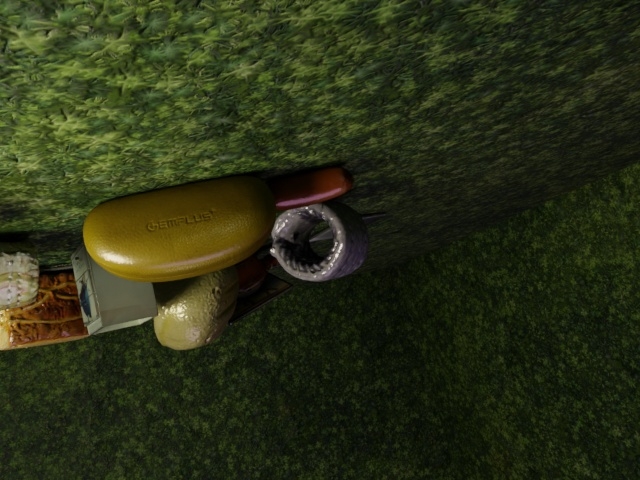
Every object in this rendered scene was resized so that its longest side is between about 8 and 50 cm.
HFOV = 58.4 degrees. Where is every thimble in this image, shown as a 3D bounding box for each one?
[{"bbox_3d":[-0.659,0.067,1.162,0.144,0.137,0.190,-5,152,-37],"label":"thimble"},{"bbox_3d":[0.000,0.000,1.528,0.246,0.216,0.157,-5,177,34],"label":"thimble"}]

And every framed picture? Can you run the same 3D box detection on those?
[{"bbox_3d":[-0.288,0.177,2.023,0.265,0.016,0.347,-29,-153,-26],"label":"framed picture"},{"bbox_3d":[-0.680,0.087,1.589,0.275,0.017,0.217,-9,169,-28],"label":"framed picture"}]

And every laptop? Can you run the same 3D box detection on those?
[{"bbox_3d":[0.088,-0.045,1.999,0.188,0.015,0.269,-8,169,-35],"label":"laptop"}]

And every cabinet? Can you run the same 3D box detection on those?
[{"bbox_3d":[-0.511,0.111,1.409,0.150,0.206,0.145,-8,169,-36],"label":"cabinet"}]

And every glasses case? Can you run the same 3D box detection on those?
[{"bbox_3d":[-0.267,-0.020,1.128,0.372,0.173,0.141,-13,166,-12],"label":"glasses case"}]

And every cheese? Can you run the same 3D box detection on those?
[{"bbox_3d":[-0.236,0.101,1.978,0.329,0.129,0.217,-26,-153,-21],"label":"cheese"}]

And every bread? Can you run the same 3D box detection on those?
[{"bbox_3d":[-0.375,0.177,1.727,0.238,0.320,0.320,-1,173,10],"label":"bread"},{"bbox_3d":[-0.696,0.174,1.476,0.114,0.184,0.275,-16,170,29],"label":"bread"}]

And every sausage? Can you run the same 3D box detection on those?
[{"bbox_3d":[-0.024,-0.114,1.256,0.198,0.076,0.076,-16,170,-1],"label":"sausage"}]
